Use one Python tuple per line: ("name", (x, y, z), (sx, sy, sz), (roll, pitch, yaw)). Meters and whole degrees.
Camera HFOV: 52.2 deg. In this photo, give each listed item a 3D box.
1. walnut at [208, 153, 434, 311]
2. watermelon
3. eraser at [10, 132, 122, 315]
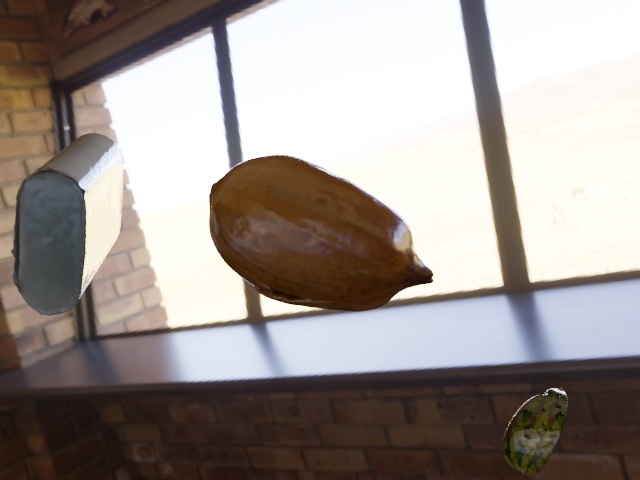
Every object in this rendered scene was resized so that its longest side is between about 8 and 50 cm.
("walnut", (0.000, 0.000, 0.921), (0.336, 0.209, 0.209), (21, 10, 5))
("watermelon", (0.339, 0.310, 1.062), (0.069, 0.163, 0.087), (26, 7, 5))
("eraser", (-0.307, -0.032, 0.816), (0.081, 0.174, 0.227), (9, 18, -8))
